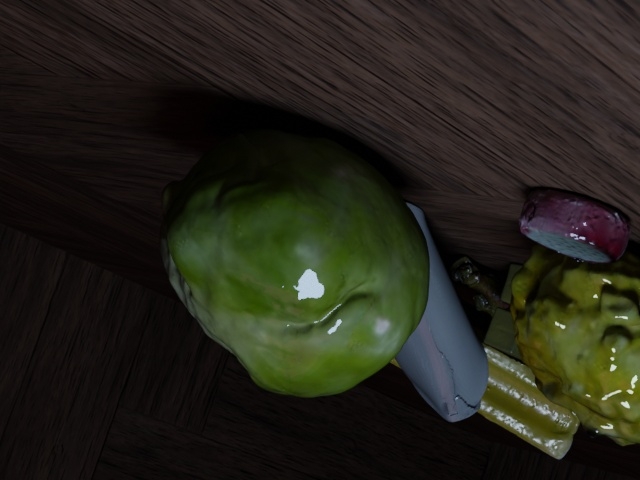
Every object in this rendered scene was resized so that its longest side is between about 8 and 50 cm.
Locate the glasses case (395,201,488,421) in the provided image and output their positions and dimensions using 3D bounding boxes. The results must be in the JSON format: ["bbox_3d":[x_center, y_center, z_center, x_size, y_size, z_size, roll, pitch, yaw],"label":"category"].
[{"bbox_3d":[0.099,0.059,1.824,0.128,0.083,0.308,28,150,54],"label":"glasses case"}]

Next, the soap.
[{"bbox_3d":[0.187,0.142,2.020,0.315,0.091,0.199,28,-171,3],"label":"soap"}]

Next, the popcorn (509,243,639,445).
[{"bbox_3d":[0.298,0.114,1.632,0.233,0.192,0.266,18,155,40],"label":"popcorn"}]

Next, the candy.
[{"bbox_3d":[0.234,-0.012,1.493,0.103,0.043,0.103,18,171,3],"label":"candy"}]

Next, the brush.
[{"bbox_3d":[0.286,0.111,1.924,0.047,0.103,0.233,15,172,42],"label":"brush"}]

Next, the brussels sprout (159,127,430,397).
[{"bbox_3d":[-0.029,0.023,1.588,0.274,0.242,0.316,30,166,-12],"label":"brussels sprout"}]

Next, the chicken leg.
[{"bbox_3d":[0.219,0.073,1.960,0.178,0.070,0.093,34,170,-34],"label":"chicken leg"}]
